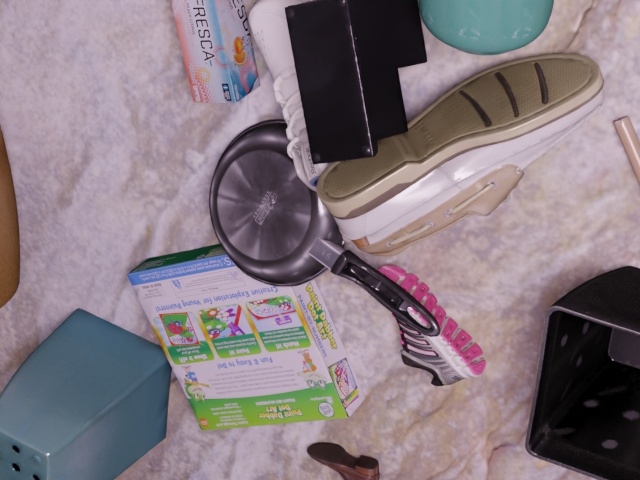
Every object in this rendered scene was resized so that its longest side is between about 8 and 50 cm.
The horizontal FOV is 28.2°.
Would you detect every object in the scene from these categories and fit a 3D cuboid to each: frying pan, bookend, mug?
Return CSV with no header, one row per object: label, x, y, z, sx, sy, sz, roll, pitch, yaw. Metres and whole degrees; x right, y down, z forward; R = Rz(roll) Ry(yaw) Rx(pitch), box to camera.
frying pan,-0.023,0.013,1.466,0.197,0.053,0.326,-35,77,28
bookend,0.048,-0.169,1.282,0.072,0.157,0.156,-5,100,34
mug,0.159,-0.244,1.224,0.130,0.157,0.097,4,127,4

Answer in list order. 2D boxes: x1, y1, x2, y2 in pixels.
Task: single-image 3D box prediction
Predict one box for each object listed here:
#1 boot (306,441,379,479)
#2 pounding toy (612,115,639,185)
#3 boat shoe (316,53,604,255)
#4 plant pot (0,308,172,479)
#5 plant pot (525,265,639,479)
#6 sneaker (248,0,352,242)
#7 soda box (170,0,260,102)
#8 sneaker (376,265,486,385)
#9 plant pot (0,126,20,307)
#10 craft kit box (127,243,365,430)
boot,0.032,0.327,1.682,0.106,0.037,0.114,16,128,26
pounding toy,0.394,-0.047,1.190,0.237,0.110,0.183,-13,109,36
boat shoe,0.150,-0.085,1.287,0.302,0.113,0.103,-25,127,12
plant pot,-0.340,0.241,1.729,0.166,0.234,0.165,23,126,20
plant pot,0.333,0.130,1.294,0.188,0.167,0.187,17,123,22
sneaker,0.012,-0.132,1.364,0.111,0.129,0.297,-28,98,47
soda box,-0.122,-0.248,1.427,0.063,0.058,0.183,5,119,30
sneaker,0.112,0.106,1.483,0.170,0.063,0.075,47,124,-6
plant pot,-0.500,-0.021,1.705,0.237,0.237,0.254,10,135,27
craft kit box,-0.096,0.121,1.629,0.250,0.061,0.246,-10,108,36
